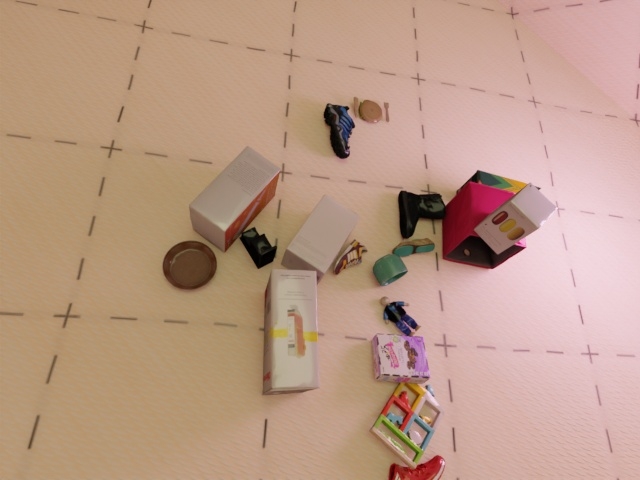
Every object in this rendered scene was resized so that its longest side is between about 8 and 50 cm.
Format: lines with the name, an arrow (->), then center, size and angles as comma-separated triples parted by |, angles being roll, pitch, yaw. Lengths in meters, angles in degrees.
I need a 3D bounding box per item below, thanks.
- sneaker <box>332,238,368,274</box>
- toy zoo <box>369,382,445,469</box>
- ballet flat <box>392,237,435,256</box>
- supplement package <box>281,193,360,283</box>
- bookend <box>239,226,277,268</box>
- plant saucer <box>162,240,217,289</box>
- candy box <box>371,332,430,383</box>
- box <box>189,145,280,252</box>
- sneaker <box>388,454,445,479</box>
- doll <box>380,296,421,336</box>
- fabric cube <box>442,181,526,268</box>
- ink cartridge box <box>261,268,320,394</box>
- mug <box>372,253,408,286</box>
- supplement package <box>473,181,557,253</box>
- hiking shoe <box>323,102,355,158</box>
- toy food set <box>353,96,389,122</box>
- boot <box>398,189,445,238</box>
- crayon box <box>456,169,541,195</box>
sneaker -> 0.124, 0.080, 1.722 | 0.083, 0.070, 0.186 | 34, 65, 9
toy zoo -> 0.330, 0.639, 1.521 | 0.192, 0.030, 0.293 | 39, 53, 10
ballet flat -> 0.396, 0.026, 1.821 | 0.205, 0.073, 0.067 | -4, 41, -18
supplement package -> 0.000, 0.000, 1.668 | 0.175, 0.178, 0.293 | 32, 64, 3
bookend -> -0.244, 0.007, 1.620 | 0.072, 0.156, 0.157 | -28, 75, -22
plant saucer -> -0.495, 0.097, 1.589 | 0.198, 0.036, 0.199 | 5, 67, -11
candy box -> 0.301, 0.448, 1.586 | 0.196, 0.070, 0.165 | 7, 53, -11
box -> -0.331, -0.160, 1.639 | 0.168, 0.215, 0.345 | 36, 64, 3
sneaker -> 0.326, 0.801, 1.448 | 0.221, 0.087, 0.128 | -37, 81, -25
doll -> 0.316, 0.298, 1.684 | 0.129, 0.046, 0.189 | -42, 75, -16
fabric cube -> 0.694, -0.057, 1.812 | 0.253, 0.259, 0.259 | 11, 63, -7
ink cartridge box -> -0.109, 0.325, 1.447 | 0.160, 0.279, 0.386 | 4, 67, -12
mug -> 0.281, 0.118, 1.721 | 0.129, 0.158, 0.098 | -30, 72, 2
supplement package -> 0.712, -0.077, 1.543 | 0.133, 0.244, 0.139 | -38, 78, -24
hiking shoe -> 0.109, -0.521, 1.955 | 0.131, 0.113, 0.305 | -7, 69, -15
toy food set -> 0.251, -0.645, 2.090 | 0.191, 0.038, 0.133 | 4, 73, -17
boot -> 0.461, -0.115, 1.870 | 0.206, 0.094, 0.247 | 5, 60, -7
crayon box -> 0.823, -0.207, 1.935 | 0.317, 0.202, 0.081 | 13, 65, -7
